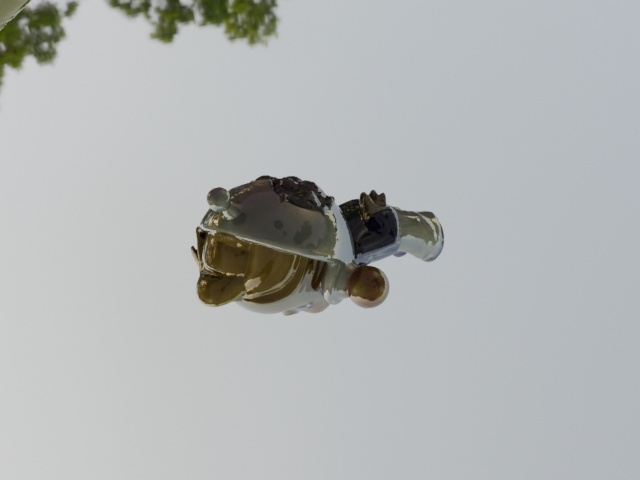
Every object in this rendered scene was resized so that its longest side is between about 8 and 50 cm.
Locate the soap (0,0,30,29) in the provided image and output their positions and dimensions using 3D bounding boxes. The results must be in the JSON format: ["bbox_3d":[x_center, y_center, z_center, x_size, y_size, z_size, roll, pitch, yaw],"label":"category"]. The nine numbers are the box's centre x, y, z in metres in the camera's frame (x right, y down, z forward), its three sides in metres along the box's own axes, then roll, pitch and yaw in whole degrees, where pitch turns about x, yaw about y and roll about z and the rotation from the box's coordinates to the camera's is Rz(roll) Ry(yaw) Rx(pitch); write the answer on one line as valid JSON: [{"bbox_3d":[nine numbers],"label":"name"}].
[{"bbox_3d":[-0.169,-0.122,0.466,0.089,0.140,0.045,56,-146,-6],"label":"soap"}]

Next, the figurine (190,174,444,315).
[{"bbox_3d":[0.010,0.002,1.018,0.274,0.133,0.194,-2,-166,-25],"label":"figurine"}]
